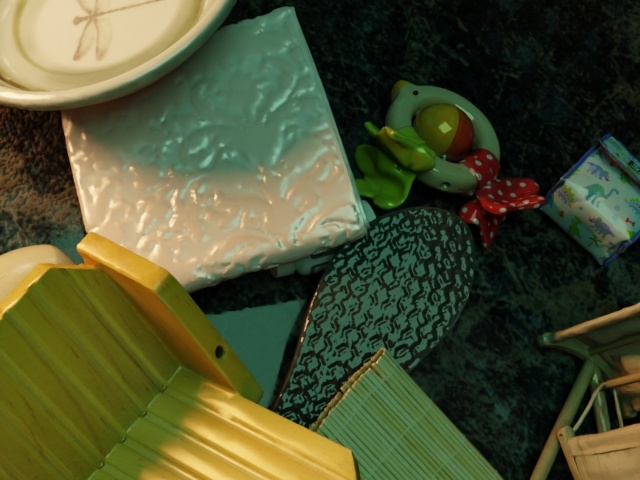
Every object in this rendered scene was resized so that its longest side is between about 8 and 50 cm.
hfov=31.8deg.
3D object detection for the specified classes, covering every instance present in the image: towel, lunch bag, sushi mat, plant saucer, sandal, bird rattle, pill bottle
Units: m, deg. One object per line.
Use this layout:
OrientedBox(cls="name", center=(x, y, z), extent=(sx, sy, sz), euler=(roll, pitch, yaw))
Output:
OrientedBox(cls="towel", center=(-0.139, -0.098, 1.378), extent=(0.331, 0.053, 0.317), euler=(-18, 72, 3))
OrientedBox(cls="lunch bag", center=(0.390, -0.062, 1.500), extent=(0.129, 0.096, 0.151), euler=(45, 56, 8))
OrientedBox(cls="sushi mat", center=(0.124, 0.283, 1.317), extent=(0.316, 0.019, 0.151), euler=(48, 71, -17))
OrientedBox(cls="plant saucer", center=(-0.271, -0.294, 1.398), extent=(0.400, 0.100, 0.401), euler=(-7, 55, 11))
OrientedBox(cls="sandal", center=(0.033, 0.150, 1.370), extent=(0.167, 0.107, 0.446), euler=(31, 83, -1))
OrientedBox(cls="bird rattle", center=(0.170, -0.118, 1.460), extent=(0.253, 0.143, 0.207), euler=(11, 55, -10))
OrientedBox(cls="pill bottle", center=(0.000, 0.000, 1.411), extent=(0.137, 0.078, 0.078), euler=(-14, 76, -15))

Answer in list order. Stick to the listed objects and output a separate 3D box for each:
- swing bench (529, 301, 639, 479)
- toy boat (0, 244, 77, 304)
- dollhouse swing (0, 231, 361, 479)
OrientedBox(cls="swing bench", center=(0.373, 0.216, 1.306), extent=(0.165, 0.253, 0.255), euler=(19, 69, -17))
OrientedBox(cls="toy boat", center=(-0.401, 0.112, 1.263), extent=(0.318, 0.148, 0.268), euler=(23, 71, -26))
OrientedBox(cls="dollhouse swing", center=(-0.185, 0.225, 1.126), extent=(0.347, 0.305, 0.315), euler=(-51, 127, -25))
